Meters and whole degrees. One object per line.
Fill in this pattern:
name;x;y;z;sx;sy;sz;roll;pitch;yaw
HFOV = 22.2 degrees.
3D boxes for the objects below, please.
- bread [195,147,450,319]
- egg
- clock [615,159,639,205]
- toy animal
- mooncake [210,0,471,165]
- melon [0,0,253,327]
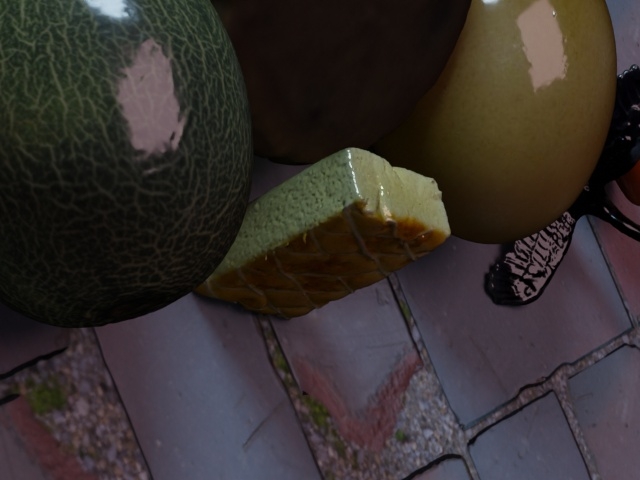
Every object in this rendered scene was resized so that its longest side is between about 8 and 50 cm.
bread;-0.001;0.001;1.328;0.125;0.188;0.068;19;52;-45
egg;0.156;-0.155;1.542;0.250;0.250;0.322;10;68;-47
clock;0.330;-0.133;1.835;0.205;0.051;0.205;63;8;-15
toy animal;0.280;-0.062;1.727;0.197;0.272;0.160;21;20;-37
mooncake;-0.020;-0.232;1.333;0.324;0.187;0.324;-31;136;-36
melon;-0.170;-0.093;1.132;0.237;0.237;0.302;-1;68;-50
